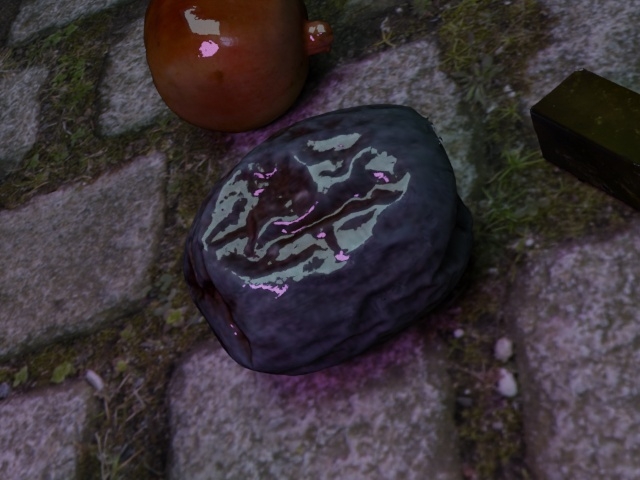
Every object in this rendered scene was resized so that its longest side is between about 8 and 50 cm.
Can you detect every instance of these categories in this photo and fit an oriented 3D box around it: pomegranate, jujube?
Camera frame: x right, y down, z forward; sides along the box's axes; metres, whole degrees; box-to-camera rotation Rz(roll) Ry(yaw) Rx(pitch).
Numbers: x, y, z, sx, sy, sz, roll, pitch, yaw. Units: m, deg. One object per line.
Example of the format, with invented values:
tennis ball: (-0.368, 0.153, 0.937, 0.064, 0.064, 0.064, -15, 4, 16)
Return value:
pomegranate: (-0.113, -0.280, 1.213, 0.270, 0.229, 0.252, -10, 39, 9)
jujube: (0.003, 0.005, 0.890, 0.308, 0.215, 0.247, -22, 67, 8)

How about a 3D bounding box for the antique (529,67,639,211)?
antique: (0.326, -0.093, 0.876, 0.081, 0.080, 0.221, -40, 42, -8)
